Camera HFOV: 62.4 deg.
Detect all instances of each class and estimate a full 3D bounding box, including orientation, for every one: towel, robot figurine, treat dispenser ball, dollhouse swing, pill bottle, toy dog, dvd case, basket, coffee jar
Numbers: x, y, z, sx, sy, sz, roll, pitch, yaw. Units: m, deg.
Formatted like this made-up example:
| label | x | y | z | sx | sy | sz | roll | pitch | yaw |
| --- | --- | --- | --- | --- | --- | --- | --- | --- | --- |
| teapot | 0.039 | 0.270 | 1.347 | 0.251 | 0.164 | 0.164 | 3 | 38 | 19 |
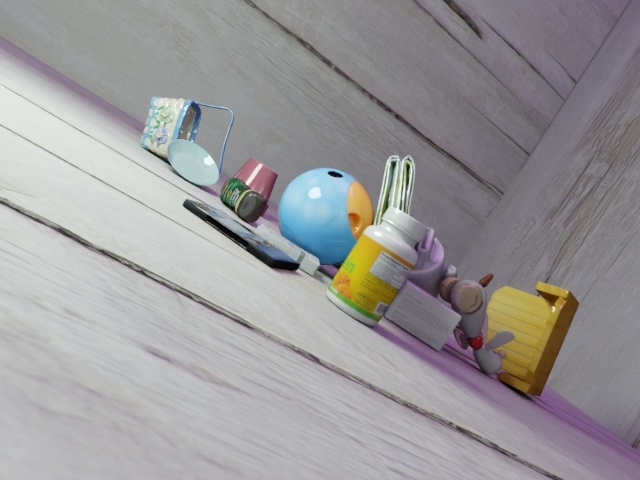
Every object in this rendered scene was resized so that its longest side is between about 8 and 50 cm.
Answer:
| label | x | y | z | sx | sy | sz | roll | pitch | yaw |
| --- | --- | --- | --- | --- | --- | --- | --- | --- | --- |
| towel | 0.185 | -0.018 | 1.457 | 0.090 | 0.321 | 0.374 | 12 | -19 | 5 |
| robot figurine | 0.299 | 0.108 | 1.747 | 0.299 | 0.200 | 0.354 | 15 | -42 | 19 |
| treat dispenser ball | 0.015 | -0.071 | 1.577 | 0.288 | 0.288 | 0.288 | 32 | 3 | -2 |
| dollhouse swing | 0.661 | 0.302 | 1.819 | 0.304 | 0.347 | 0.315 | 23 | -3 | 37 |
| pill bottle | 0.129 | 0.053 | 1.169 | 0.136 | 0.246 | 0.136 | 32 | 3 | -2 |
| toy dog | 0.498 | 0.232 | 1.622 | 0.334 | 0.160 | 0.220 | 64 | -4 | -33 |
| dvd case | -0.175 | -0.010 | 1.199 | 0.253 | 0.022 | 0.180 | 34 | 4 | 16 |
| basket | -0.470 | -0.370 | 1.871 | 0.288 | 0.255 | 0.201 | 14 | 1 | -3 |
| coffee jar | -0.242 | -0.126 | 1.650 | 0.079 | 0.096 | 0.184 | 27 | 5 | -38 |

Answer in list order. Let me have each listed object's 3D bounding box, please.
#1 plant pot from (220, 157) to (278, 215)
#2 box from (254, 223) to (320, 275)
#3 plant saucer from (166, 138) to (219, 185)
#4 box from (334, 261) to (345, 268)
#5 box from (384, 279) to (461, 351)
| label | x | y | z | sx | sy | sz | roll | pitch | yaw |
| --- | --- | --- | --- | --- | --- | --- | --- | --- | --- |
| plant pot | -0.270 | -0.223 | 2.116 | 0.201 | 0.180 | 0.201 | 32 | 4 | -2 |
| box | -0.089 | 0.022 | 1.397 | 0.186 | 0.038 | 0.145 | 33 | 3 | -4 |
| plant saucer | -0.428 | -0.249 | 1.747 | 0.194 | 0.037 | 0.195 | 33 | 35 | -26 |
| box | 0.052 | 0.062 | 2.130 | 0.159 | 0.044 | 0.233 | 34 | 3 | 11 |
| box | 0.284 | 0.205 | 1.520 | 0.180 | 0.119 | 0.182 | 33 | 3 | 2 |
